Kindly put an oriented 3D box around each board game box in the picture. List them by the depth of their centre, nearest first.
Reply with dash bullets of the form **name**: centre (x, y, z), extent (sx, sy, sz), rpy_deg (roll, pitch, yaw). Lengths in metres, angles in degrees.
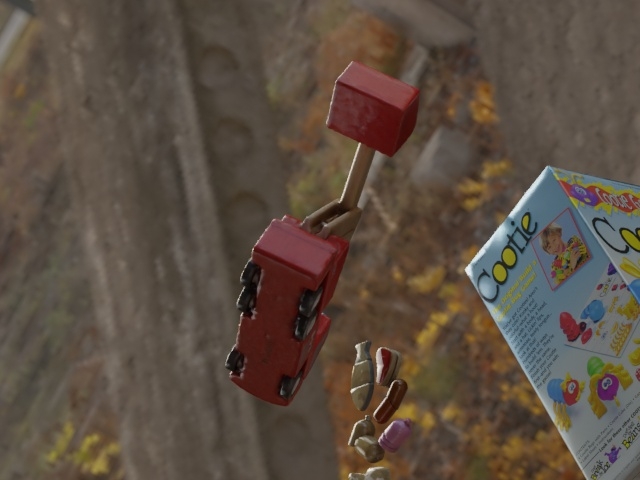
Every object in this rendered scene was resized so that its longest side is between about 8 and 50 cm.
- **board game box**: centre (0.273, 0.085, 1.384), extent (0.144, 0.142, 0.275), rpy_deg (-54, 45, 31)

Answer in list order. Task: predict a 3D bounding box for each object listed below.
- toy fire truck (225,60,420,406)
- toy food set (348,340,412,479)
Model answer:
- **toy fire truck**: centre (0.000, 0.000, 0.950), extent (0.135, 0.047, 0.192), rpy_deg (-56, -14, -39)
- **toy food set**: centre (0.053, 0.145, 1.321), extent (0.078, 0.019, 0.122), rpy_deg (-14, 65, 54)
